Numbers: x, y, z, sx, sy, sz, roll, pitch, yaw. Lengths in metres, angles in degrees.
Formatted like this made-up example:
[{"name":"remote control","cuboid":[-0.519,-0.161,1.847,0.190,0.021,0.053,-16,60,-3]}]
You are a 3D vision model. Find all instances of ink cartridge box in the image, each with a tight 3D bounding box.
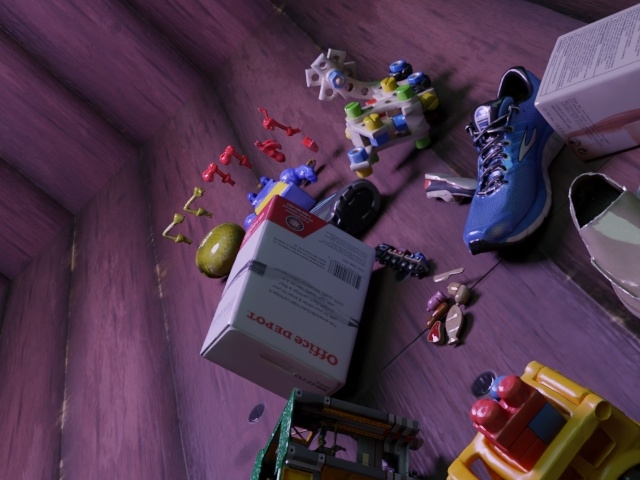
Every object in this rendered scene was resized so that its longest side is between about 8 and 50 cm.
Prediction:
[{"name":"ink cartridge box","cuboid":[-0.043,0.094,1.413,0.114,0.197,0.273,-47,19,44]}]

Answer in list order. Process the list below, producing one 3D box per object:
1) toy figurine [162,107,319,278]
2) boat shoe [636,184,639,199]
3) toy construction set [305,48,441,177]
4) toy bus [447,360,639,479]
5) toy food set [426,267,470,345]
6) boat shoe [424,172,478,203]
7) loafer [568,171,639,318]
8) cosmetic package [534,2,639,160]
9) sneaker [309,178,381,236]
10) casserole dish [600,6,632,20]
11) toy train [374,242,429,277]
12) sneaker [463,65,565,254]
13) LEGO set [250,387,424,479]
[{"name":"toy figurine","cuboid":[-0.123,-0.065,1.810,0.362,0.191,0.217,-50,30,-1]},{"name":"boat shoe","cuboid":[0.453,-0.095,1.082,0.184,0.063,0.066,-24,34,40]},{"name":"toy construction set","cuboid":[0.102,-0.254,1.726,0.215,0.151,0.328,-27,41,-3]},{"name":"toy bus","cuboid":[0.198,0.224,0.860,0.220,0.211,0.149,-51,27,-4]},{"name":"toy food set","cuboid":[0.178,0.100,1.290,0.078,0.019,0.122,-21,44,44]},{"name":"boat shoe","cuboid":[0.212,-0.080,1.465,0.137,0.049,0.043,20,112,60]},{"name":"loafer","cuboid":[0.355,0.002,1.063,0.102,0.092,0.268,-43,26,10]},{"name":"cosmetic package","cuboid":[0.450,-0.229,1.199,0.296,0.129,0.153,-15,40,50]},{"name":"sneaker","cuboid":[0.000,0.000,1.642,0.267,0.101,0.106,-44,15,-11]},{"name":"casserole dish","cuboid":[0.444,-0.288,1.329,0.188,0.114,0.037,-17,67,48]},{"name":"toy train","cuboid":[0.128,0.029,1.460,0.036,0.027,0.158,-42,23,-13]},{"name":"sneaker","cuboid":[0.259,-0.121,1.325,0.129,0.147,0.330,-19,38,46]},{"name":"LEGO set","cuboid":[0.020,0.346,1.071,0.331,0.192,0.255,-86,16,-57]}]
